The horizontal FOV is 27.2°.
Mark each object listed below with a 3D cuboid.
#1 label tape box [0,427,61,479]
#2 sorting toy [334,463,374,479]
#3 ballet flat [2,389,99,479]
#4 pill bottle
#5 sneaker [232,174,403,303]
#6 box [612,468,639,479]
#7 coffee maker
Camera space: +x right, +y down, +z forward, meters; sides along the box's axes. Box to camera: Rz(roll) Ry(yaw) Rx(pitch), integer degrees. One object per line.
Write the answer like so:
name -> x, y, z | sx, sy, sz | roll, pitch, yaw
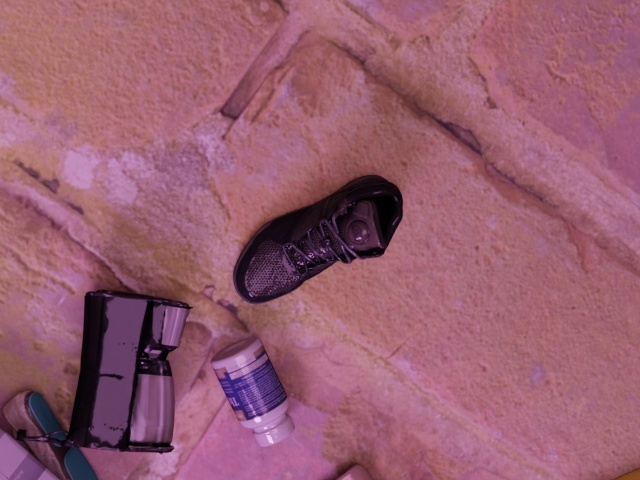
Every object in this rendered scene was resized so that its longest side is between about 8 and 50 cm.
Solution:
label tape box -> -0.334, 0.403, 1.465 | 0.347, 0.115, 0.249 | 44, 57, -12
sorting toy -> 0.018, 0.407, 1.632 | 0.208, 0.038, 0.193 | -37, 101, -11
ballet flat -> -0.313, 0.251, 1.546 | 0.052, 0.057, 0.168 | -27, 97, 20
pill bottle -> -0.077, 0.181, 1.572 | 0.067, 0.067, 0.120 | -26, 99, -8
sneaker -> 0.000, 0.000, 1.540 | 0.227, 0.130, 0.087 | -29, 98, -5
box -> 0.362, 0.362, 1.681 | 0.232, 0.058, 0.087 | -20, 100, -9
coffee maker -> -0.238, 0.146, 1.497 | 0.171, 0.120, 0.178 | 9, 83, -34
